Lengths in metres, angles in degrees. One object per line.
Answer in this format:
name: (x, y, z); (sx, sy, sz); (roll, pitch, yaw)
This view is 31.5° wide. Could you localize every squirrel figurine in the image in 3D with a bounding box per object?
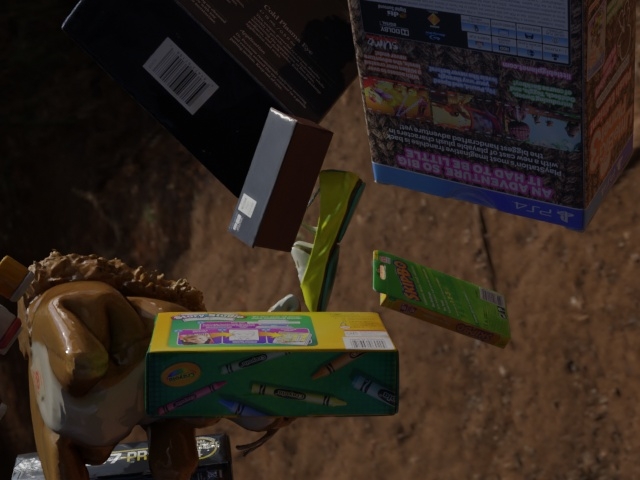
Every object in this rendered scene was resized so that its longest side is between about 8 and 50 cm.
squirrel figurine: (-0.211, 0.144, 1.562); (0.397, 0.370, 0.281); (51, 139, 49)

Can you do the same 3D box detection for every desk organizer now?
desk organizer: (-0.038, -0.057, 1.104); (0.047, 0.050, 0.130); (32, 106, 47)

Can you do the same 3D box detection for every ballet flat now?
ballet flat: (0.000, 0.000, 1.636); (0.077, 0.077, 0.231); (-58, -14, -65)

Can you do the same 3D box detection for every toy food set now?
toy food set: (-0.367, 0.139, 1.244); (0.232, 0.104, 0.111); (-51, 11, 16)

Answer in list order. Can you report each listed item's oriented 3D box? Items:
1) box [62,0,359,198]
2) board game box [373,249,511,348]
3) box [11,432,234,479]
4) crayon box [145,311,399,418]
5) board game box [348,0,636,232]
box: (-0.124, -0.292, 1.610); (0.343, 0.312, 0.179); (45, 131, -8)
board game box: (0.206, 0.100, 1.977); (0.124, 0.259, 0.039); (-86, 21, -55)
box: (-0.275, 0.494, 1.707); (0.097, 0.318, 0.395); (-110, 14, -67)
crayon box: (-0.058, 0.140, 1.312); (0.165, 0.278, 0.081); (-112, 22, -78)
board game box: (0.166, -0.184, 1.072); (0.232, 0.141, 0.291); (16, 136, 29)
